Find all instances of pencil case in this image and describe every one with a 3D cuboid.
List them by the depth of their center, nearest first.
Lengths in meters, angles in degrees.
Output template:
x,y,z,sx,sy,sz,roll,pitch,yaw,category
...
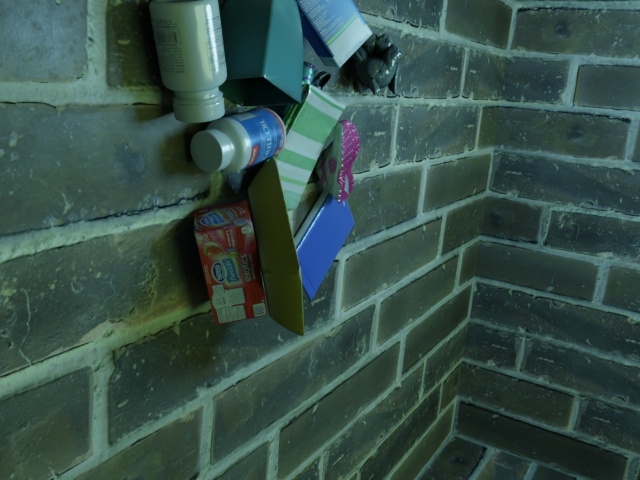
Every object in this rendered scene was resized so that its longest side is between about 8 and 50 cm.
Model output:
x,y,z,sx,sy,sz,roll,pitch,yaw,category
-0.060,-0.387,1.657,0.064,0.070,0.151,-152,-107,-85,pencil case

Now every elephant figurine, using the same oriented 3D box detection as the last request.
x,y,z,sx,sy,sz,roll,pitch,yaw,category
0.187,-0.521,1.972,0.186,0.169,0.239,-45,165,1,elephant figurine

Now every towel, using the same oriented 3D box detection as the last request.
x,y,z,sx,sy,sz,roll,pitch,yaw,category
-0.054,-0.235,1.666,0.248,0.038,0.324,4,113,-65,towel

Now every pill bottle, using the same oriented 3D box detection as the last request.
x,y,z,sx,sy,sz,roll,pitch,yaw,category
-0.253,-0.357,1.255,0.131,0.131,0.229,-40,135,-48,pill bottle
-0.186,-0.222,1.439,0.221,0.124,0.124,-34,130,-52,pill bottle

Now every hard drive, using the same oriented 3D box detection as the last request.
x,y,z,sx,sy,sz,roll,pitch,yaw,category
0.000,0.000,1.947,0.318,0.040,0.210,-60,147,-28,hard drive

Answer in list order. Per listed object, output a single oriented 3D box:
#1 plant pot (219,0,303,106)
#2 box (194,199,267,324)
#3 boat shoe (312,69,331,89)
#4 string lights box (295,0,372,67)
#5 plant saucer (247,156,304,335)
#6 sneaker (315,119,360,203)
x,y,z,sx,sy,sz,roll,pitch,yaw,category
-0.137,-0.438,1.409,0.166,0.166,0.234,18,78,-61,plant pot
-0.205,0.052,1.469,0.122,0.128,0.256,-111,-168,-58,box
-0.017,-0.418,1.745,0.142,0.040,0.049,-60,147,-29,boat shoe
0.004,-0.572,1.570,0.133,0.077,0.259,-47,126,-10,string lights box
-0.111,0.026,1.531,0.332,0.081,0.332,90,-12,-58,plant saucer
0.037,-0.232,1.834,0.103,0.111,0.252,-38,144,-47,sneaker
